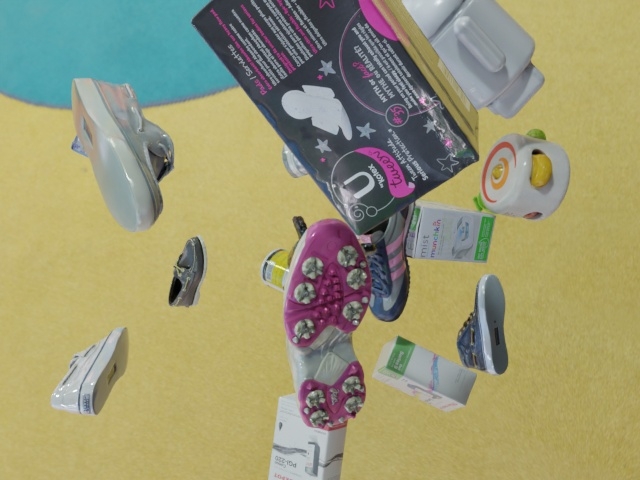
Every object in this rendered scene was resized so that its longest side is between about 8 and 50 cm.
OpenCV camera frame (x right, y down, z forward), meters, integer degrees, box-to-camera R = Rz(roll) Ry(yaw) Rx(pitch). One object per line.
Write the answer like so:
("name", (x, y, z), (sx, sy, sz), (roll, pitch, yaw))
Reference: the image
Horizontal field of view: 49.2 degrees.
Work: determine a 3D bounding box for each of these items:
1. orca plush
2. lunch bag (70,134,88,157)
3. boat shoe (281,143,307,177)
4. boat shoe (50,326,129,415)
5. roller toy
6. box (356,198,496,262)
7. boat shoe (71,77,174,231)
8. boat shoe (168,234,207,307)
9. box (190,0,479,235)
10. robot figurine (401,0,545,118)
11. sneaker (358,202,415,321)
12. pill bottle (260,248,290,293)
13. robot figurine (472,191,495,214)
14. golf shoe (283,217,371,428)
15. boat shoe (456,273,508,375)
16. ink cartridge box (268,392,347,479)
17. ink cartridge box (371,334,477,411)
("orca plush", (0.000, 0.000, 1.074), (0.151, 0.287, 0.102), (-23, 95, 5))
("lunch bag", (-0.277, -0.129, 0.931), (0.083, 0.071, 0.053), (30, 107, -11))
("boat shoe", (0.027, -0.259, 1.585), (0.103, 0.118, 0.320), (-4, 36, 38))
("boat shoe", (-0.414, 0.227, 1.275), (0.084, 0.258, 0.095), (2, 104, 0))
("roller toy", (0.463, -0.145, 1.610), (0.146, 0.191, 0.209), (10, 36, -16))
("box", (0.241, -0.031, 1.693), (0.262, 0.231, 0.127), (21, 104, 58))
("boat shoe", (-0.189, -0.097, 0.707), (0.081, 0.079, 0.227), (-10, 46, -28))
("boat shoe", (-0.330, 0.082, 1.728), (0.068, 0.228, 0.081), (-8, 45, -29))
("box", (0.025, -0.160, 0.667), (0.142, 0.163, 0.247), (-32, 104, 23))
("robot figurine", (0.294, -0.407, 1.437), (0.353, 0.300, 0.200), (40, 97, -12))
("sneaker", (0.121, 0.024, 1.491), (0.112, 0.131, 0.319), (7, 99, 40))
("pill bottle", (-0.058, 0.106, 1.946), (0.208, 0.119, 0.119), (22, 77, 40))
("robot figurine", (0.459, -0.106, 1.861), (0.101, 0.115, 0.067), (-23, 70, 25))
("golf shoe", (-0.007, 0.098, 0.916), (0.115, 0.306, 0.140), (-7, 30, -17))
("boat shoe", (0.285, 0.151, 1.268), (0.083, 0.065, 0.183), (0, 97, 49))
("ink cartridge box", (-0.030, 0.494, 1.686), (0.158, 0.092, 0.218), (7, 92, 33))
("ink cartridge box", (0.248, 0.324, 1.689), (0.212, 0.154, 0.093), (24, 70, 0))
